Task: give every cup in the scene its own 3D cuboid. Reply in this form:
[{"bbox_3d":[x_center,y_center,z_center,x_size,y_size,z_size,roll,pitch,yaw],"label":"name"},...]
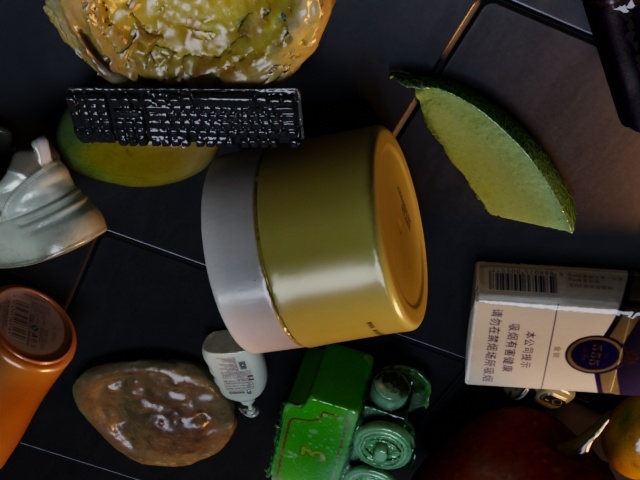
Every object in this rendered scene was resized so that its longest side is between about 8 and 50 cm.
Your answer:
[{"bbox_3d":[-0.446,0.164,1.567,0.226,0.182,0.264,48,122,5],"label":"cup"}]

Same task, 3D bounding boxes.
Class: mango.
[{"bbox_3d":[-0.196,-0.113,1.288,0.194,0.092,0.130,-12,135,31],"label":"mango"},{"bbox_3d":[0.428,0.238,1.550,0.111,0.089,0.163,30,124,-20],"label":"mango"}]

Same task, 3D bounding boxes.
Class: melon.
[{"bbox_3d":[0.169,-0.100,1.289,0.262,0.053,0.114,42,145,-25],"label":"melon"}]

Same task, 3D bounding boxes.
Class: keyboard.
[{"bbox_3d":[-0.132,-0.120,1.188,0.231,0.023,0.072,1,141,5],"label":"keyboard"}]

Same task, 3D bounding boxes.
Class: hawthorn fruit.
[{"bbox_3d":[0.268,0.342,1.564,0.284,0.285,0.369,21,118,-13],"label":"hawthorn fruit"}]

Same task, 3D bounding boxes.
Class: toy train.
[{"bbox_3d":[0.036,0.244,1.589,0.188,0.132,0.243,17,136,3],"label":"toy train"}]

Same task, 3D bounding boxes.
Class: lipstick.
[{"bbox_3d":[0.253,-0.270,1.068,0.077,0.077,0.418,-11,131,19],"label":"lipstick"}]

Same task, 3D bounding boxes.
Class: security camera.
[{"bbox_3d":[0.283,0.188,1.551,0.092,0.058,0.058,21,135,-25],"label":"security camera"}]

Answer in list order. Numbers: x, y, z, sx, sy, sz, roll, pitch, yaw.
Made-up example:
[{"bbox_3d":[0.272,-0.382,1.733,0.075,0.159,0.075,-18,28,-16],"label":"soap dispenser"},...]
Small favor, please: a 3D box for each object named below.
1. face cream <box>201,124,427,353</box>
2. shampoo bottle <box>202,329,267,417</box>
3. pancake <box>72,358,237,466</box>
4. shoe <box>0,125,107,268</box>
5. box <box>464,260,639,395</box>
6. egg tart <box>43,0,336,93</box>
[{"bbox_3d":[0.000,0.000,1.275,0.179,0.218,0.218,-10,133,16],"label":"face cream"},{"bbox_3d":[-0.103,0.181,1.598,0.077,0.045,0.152,-5,132,11],"label":"shampoo bottle"},{"bbox_3d":[-0.230,0.239,1.672,0.241,0.050,0.242,4,135,4],"label":"pancake"},{"bbox_3d":[-0.378,-0.054,1.348,0.316,0.124,0.159,-2,112,35],"label":"shoe"},{"bbox_3d":[0.304,0.108,1.447,0.259,0.071,0.168,4,135,6],"label":"box"},{"bbox_3d":[-0.123,-0.249,1.126,0.290,0.107,0.291,2,140,2],"label":"egg tart"}]
